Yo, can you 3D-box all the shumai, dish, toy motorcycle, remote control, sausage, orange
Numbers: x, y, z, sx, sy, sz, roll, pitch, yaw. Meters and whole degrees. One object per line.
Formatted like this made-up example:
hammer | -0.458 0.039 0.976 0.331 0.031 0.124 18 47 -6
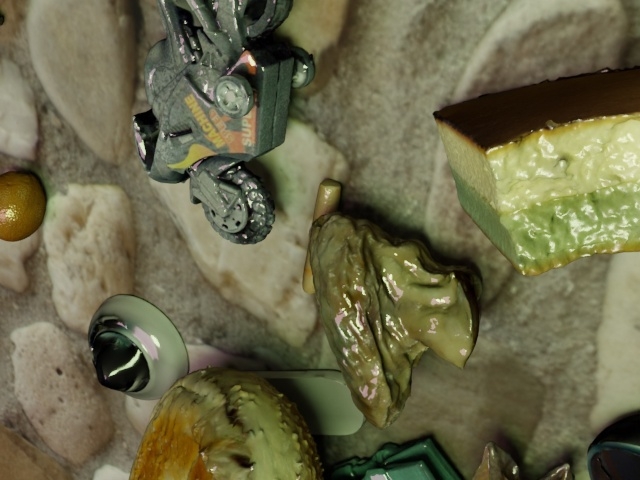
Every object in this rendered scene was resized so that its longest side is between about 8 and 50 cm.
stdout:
shumai | 0.076 0.064 0.933 0.153 0.161 0.209 -17 86 15
dish | -0.236 0.143 1.194 0.141 0.078 0.141 15 121 25
toy motorcycle | -0.105 -0.145 0.944 0.173 0.108 0.307 22 122 27
remote control | -0.053 0.182 1.138 0.245 0.022 0.077 -5 114 34
sausage | 0.000 0.000 1.006 0.024 0.024 0.132 23 124 20
orange | -0.360 -0.040 1.176 0.085 0.085 0.085 14 121 25

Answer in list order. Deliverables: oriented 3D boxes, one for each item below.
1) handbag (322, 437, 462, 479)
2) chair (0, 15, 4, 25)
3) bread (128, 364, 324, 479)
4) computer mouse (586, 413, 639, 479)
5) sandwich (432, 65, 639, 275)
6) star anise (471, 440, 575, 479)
handbag | 0.081 0.372 1.106 0.269 0.100 0.274 -26 100 39
chair | -0.527 -0.280 1.081 0.326 0.183 0.175 41 128 5
bread | -0.097 0.287 1.055 0.306 0.159 0.305 -29 55 52
computer mouse | 0.342 0.213 0.863 0.233 0.096 0.137 -18 105 36
sandwich | 0.165 -0.054 0.773 0.220 0.186 0.108 -5 109 34
star anise | 0.204 0.311 0.955 0.197 0.073 0.212 33 102 20
